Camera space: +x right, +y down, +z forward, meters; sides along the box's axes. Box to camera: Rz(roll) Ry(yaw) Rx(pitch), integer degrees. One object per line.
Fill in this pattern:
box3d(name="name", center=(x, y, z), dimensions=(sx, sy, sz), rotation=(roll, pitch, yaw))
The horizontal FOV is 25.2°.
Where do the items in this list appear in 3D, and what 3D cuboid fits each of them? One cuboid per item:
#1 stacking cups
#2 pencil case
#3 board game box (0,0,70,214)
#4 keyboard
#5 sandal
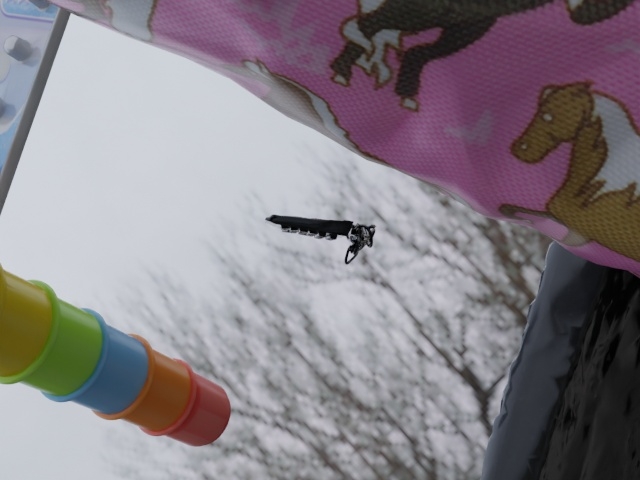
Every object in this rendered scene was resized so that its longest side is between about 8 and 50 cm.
box3d(name="stacking cups", center=(-0.189, 0.106, 1.233), dimensions=(0.096, 0.096, 0.316), rotation=(-48, -43, 11))
box3d(name="pencil case", center=(-0.024, -0.131, 0.365), dimensions=(0.167, 0.386, 0.160), rotation=(-61, 1, 2))
box3d(name="board game box", center=(-0.329, -0.197, 1.048), dimensions=(0.050, 0.390, 0.390), rotation=(26, -101, -52))
box3d(name="keyboard", center=(0.000, 0.000, 1.251), dimensions=(0.192, 0.100, 0.038), rotation=(-131, 46, -89))
box3d(name="sandal", center=(0.171, 0.007, 0.561), dimensions=(0.167, 0.107, 0.446), rotation=(20, -89, -54))
